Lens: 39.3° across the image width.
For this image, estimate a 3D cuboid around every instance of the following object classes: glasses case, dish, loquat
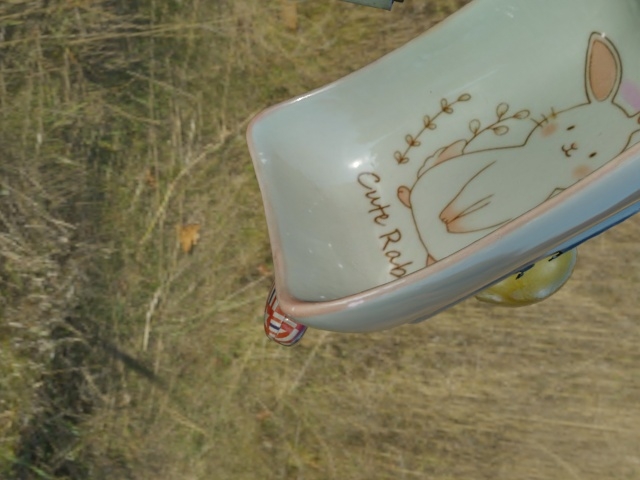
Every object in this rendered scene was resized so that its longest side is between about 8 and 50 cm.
[{"bbox_3d":[0.000,0.000,0.798,0.194,0.049,0.073,-63,-179,4],"label":"glasses case"},{"bbox_3d":[0.077,-0.043,0.402,0.077,0.212,0.151,48,18,-38],"label":"dish"},{"bbox_3d":[0.299,0.029,1.368,0.195,0.152,0.152,-35,127,-9],"label":"loquat"}]

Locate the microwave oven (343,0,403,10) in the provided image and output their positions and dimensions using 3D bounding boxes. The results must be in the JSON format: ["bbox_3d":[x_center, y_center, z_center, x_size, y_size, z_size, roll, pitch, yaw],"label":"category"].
[{"bbox_3d":[0.022,-0.347,0.843,0.205,0.163,0.129,94,13,-52],"label":"microwave oven"}]
